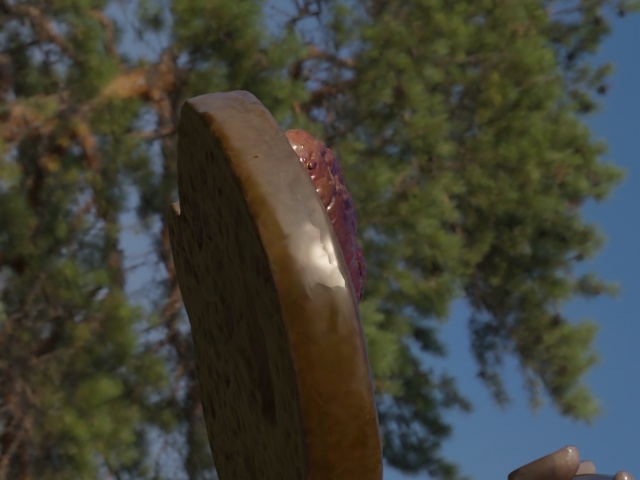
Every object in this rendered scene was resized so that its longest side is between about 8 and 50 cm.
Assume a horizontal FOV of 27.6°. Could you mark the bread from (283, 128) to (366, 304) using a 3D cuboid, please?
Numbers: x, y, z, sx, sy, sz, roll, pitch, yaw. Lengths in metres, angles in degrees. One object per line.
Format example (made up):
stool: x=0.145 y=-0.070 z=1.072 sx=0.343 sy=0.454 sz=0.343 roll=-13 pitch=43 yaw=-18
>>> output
bread: x=0.001 y=-0.008 z=1.418 sx=0.095 sy=0.139 sz=0.269 roll=-8 pitch=-54 yaw=28

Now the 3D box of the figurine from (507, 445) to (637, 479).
figurine: x=0.145 y=0.174 z=0.659 sx=0.125 sy=0.125 sz=0.138 roll=109 pitch=-40 yaw=-59

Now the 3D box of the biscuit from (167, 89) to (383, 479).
biscuit: x=-0.030 y=0.080 z=0.820 sx=0.314 sy=0.063 sz=0.367 roll=-120 pitch=-158 yaw=-50
